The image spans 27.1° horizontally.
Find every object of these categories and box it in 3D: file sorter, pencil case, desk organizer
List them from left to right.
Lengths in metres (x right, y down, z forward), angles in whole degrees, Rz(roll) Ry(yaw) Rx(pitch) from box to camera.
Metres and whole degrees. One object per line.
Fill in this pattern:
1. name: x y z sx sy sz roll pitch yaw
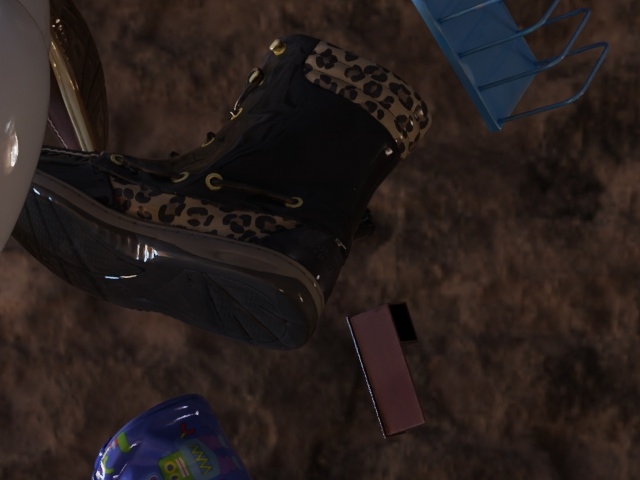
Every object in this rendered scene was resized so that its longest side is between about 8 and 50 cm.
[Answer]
1. pencil case: -0.089 0.281 1.129 0.133 0.119 0.306 -14 -123 -33
2. desk organizer: 0.077 0.131 1.357 0.050 0.130 0.047 -23 168 29
3. file sorter: 0.184 -0.215 1.263 0.104 0.170 0.118 -15 -152 41

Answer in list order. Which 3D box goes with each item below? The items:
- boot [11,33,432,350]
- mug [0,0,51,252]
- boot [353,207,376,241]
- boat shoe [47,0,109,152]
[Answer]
1. boot: -0.105 -0.071 1.238 0.377 0.138 0.284 17 -127 28
2. mug: -0.284 -0.058 0.787 0.374 0.276 0.328 16 -99 47
3. boot: 0.000 0.000 1.381 0.099 0.121 0.045 -21 -102 -18
4. boat shoe: -0.352 -0.235 1.581 0.123 0.342 0.123 -11 -141 11
